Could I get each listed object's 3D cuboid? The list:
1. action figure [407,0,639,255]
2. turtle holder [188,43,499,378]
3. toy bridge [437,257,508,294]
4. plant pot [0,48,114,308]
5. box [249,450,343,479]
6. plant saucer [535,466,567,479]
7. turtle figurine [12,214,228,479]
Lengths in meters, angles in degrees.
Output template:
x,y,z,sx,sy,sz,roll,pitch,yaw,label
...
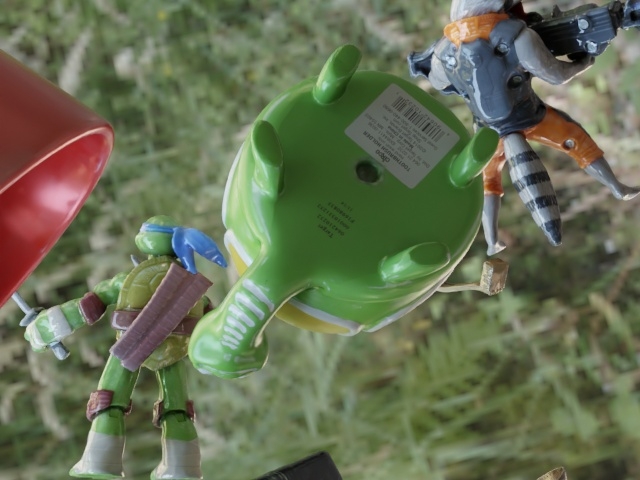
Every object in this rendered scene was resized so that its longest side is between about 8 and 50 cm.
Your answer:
x,y,z,sx,sy,sz,roll,pitch,yaw,label
0.264,-0.177,2.202,0.330,0.341,0.178,65,-153,-10,action figure
0.019,0.000,1.789,0.227,0.243,0.320,121,160,-57,turtle holder
0.121,0.017,2.002,0.188,0.026,0.063,29,122,39,toy bridge
-0.305,-0.049,1.153,0.243,0.275,0.275,41,158,5,plant pot
-0.100,0.489,1.615,0.297,0.472,0.480,-32,81,28,box
0.196,0.298,1.920,0.029,0.168,0.168,50,162,2,plant saucer
-0.203,0.116,1.931,0.198,0.275,0.266,21,-112,-61,turtle figurine
